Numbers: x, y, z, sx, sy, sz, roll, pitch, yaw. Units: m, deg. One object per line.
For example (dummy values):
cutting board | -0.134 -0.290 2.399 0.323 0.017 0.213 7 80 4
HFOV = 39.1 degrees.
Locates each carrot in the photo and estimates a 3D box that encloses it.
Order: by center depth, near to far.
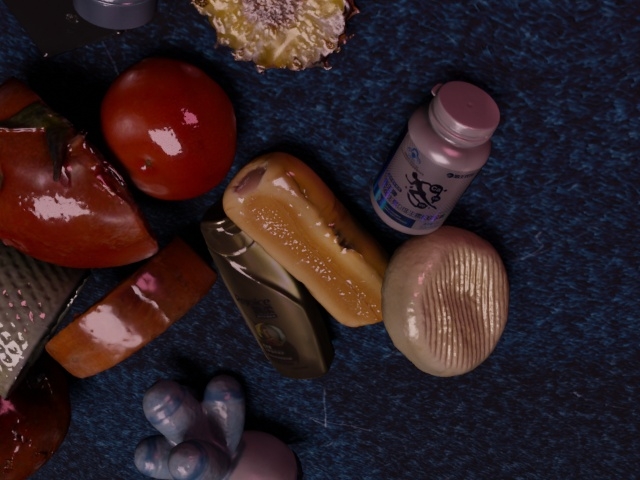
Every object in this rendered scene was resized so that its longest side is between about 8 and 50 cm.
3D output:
carrot | -0.303 0.104 1.404 0.307 0.258 0.100 -28 101 37

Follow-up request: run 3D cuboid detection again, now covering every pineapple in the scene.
pineapple | -0.058 -0.287 1.041 0.221 0.047 0.221 10 134 10

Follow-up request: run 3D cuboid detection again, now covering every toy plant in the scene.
toy plant | -0.214 0.386 1.687 0.247 0.247 0.332 -17 124 35

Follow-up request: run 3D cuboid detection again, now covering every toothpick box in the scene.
toothpick box | -0.230 -0.330 1.017 0.101 0.101 0.153 19 138 3

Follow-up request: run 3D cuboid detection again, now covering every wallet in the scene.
wallet | -0.371 -0.352 1.106 0.146 0.030 0.285 -6 133 32

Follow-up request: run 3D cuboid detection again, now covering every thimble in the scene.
thimble | -0.495 0.108 1.471 0.150 0.271 0.271 32 138 -9

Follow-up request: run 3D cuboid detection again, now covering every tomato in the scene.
tomato | -0.200 -0.140 1.180 0.195 0.136 0.195 12 138 11
tomato | -0.374 -0.058 1.237 0.309 0.170 0.309 47 166 16

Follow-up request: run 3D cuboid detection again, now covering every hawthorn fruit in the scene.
hawthorn fruit | -0.640 0.329 1.754 0.315 0.316 0.316 12 138 11

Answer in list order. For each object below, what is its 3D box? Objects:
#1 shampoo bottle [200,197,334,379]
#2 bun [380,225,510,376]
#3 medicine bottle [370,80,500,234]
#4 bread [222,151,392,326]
shampoo bottle | -0.081 0.077 1.403 0.125 0.084 0.350 -1 133 26
bun | 0.160 0.079 1.236 0.127 0.222 0.222 15 146 48
medicine bottle | 0.141 -0.100 1.105 0.107 0.107 0.191 24 139 -4
bread | 0.000 0.000 1.280 0.142 0.091 0.305 -24 122 36
